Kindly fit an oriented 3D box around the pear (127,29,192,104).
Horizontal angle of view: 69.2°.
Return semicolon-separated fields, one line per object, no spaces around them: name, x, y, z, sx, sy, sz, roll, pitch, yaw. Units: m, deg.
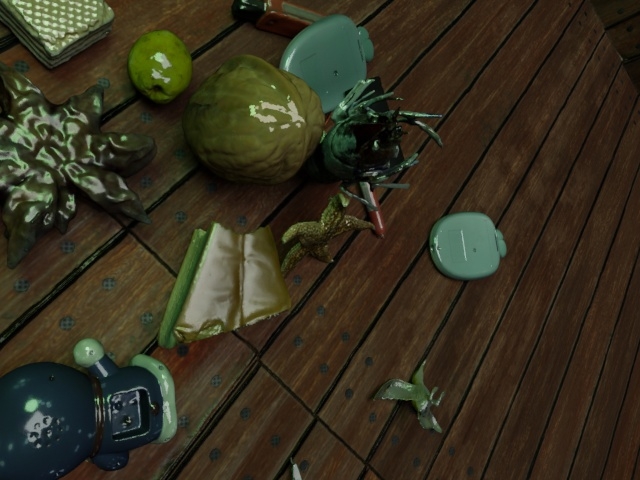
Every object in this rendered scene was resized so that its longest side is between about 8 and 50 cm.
pear;-0.276;-0.301;0.801;0.107;0.107;0.131;11;64;-32

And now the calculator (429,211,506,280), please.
calculator;0.401;0.013;1.233;0.295;0.042;0.183;-4;84;-33

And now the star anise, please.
star anise;-0.394;-0.103;0.681;0.316;0.108;0.315;13;67;-32

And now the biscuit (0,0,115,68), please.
biscuit;-0.515;-0.465;0.683;0.426;0.079;0.144;49;60;-16

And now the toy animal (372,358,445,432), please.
toy animal;0.234;0.341;1.033;0.219;0.095;0.155;40;66;-23

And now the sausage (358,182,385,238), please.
sausage;0.106;-0.122;1.059;0.034;0.034;0.253;-22;96;-35

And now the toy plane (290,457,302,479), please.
toy plane;-0.114;0.503;0.766;0.273;0.107;0.181;-5;89;-39

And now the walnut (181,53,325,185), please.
walnut;-0.114;-0.200;0.796;0.225;0.261;0.224;-10;104;-44

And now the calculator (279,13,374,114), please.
calculator;0.024;-0.381;1.007;0.299;0.041;0.185;-40;128;-30

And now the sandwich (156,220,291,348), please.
sandwich;-0.183;0.065;0.794;0.220;0.108;0.186;-17;91;-32

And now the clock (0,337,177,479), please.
clock;-0.335;0.239;0.644;0.243;0.147;0.199;1;85;-41

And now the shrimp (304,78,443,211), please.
shrimp;0.066;-0.157;0.822;0.166;0.411;0.221;-16;94;-29

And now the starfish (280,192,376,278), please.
starfish;0.000;0.000;0.887;0.062;0.235;0.277;48;33;19

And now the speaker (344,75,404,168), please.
speaker;0.130;-0.255;1.066;0.082;0.044;0.218;-40;119;-32

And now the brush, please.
brush;-0.041;-0.474;1.011;0.324;0.070;0.051;0;82;-37

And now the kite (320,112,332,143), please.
kite;0.061;-0.241;1.072;0.198;0.006;0.244;29;67;-26
